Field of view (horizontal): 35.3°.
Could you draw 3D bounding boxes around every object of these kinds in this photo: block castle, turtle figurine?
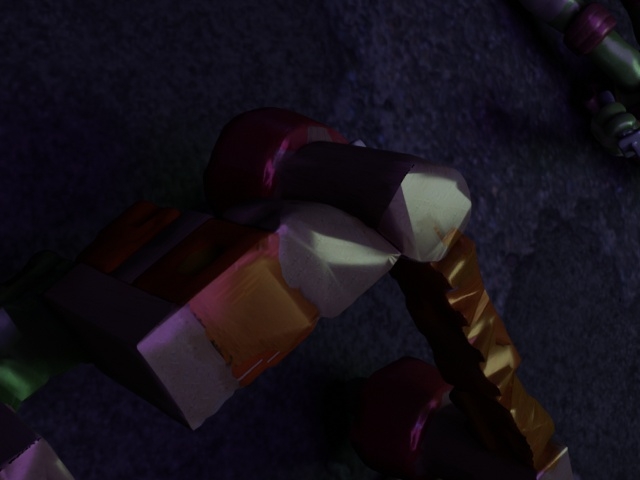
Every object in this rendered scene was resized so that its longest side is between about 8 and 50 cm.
[{"bbox_3d":[-0.092,0.158,0.550,0.453,0.213,0.303,-42,121,-23],"label":"block castle"},{"bbox_3d":[0.301,-0.157,0.826,0.266,0.198,0.275,52,17,-1],"label":"turtle figurine"}]

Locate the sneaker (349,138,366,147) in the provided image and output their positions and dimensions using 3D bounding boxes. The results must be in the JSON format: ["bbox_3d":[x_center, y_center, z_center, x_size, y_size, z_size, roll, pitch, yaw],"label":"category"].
[{"bbox_3d":[0.001,0.000,0.711,0.152,0.058,0.084,-41,101,-37],"label":"sneaker"}]

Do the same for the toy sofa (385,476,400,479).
[{"bbox_3d":[0.156,0.265,0.617,0.150,0.363,0.177,51,55,-21],"label":"toy sofa"}]
